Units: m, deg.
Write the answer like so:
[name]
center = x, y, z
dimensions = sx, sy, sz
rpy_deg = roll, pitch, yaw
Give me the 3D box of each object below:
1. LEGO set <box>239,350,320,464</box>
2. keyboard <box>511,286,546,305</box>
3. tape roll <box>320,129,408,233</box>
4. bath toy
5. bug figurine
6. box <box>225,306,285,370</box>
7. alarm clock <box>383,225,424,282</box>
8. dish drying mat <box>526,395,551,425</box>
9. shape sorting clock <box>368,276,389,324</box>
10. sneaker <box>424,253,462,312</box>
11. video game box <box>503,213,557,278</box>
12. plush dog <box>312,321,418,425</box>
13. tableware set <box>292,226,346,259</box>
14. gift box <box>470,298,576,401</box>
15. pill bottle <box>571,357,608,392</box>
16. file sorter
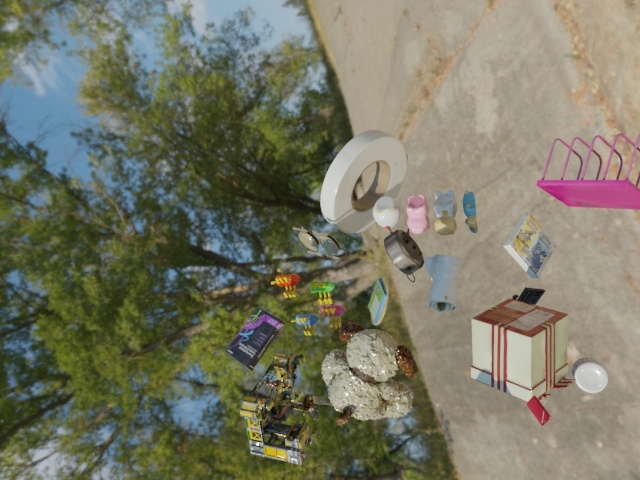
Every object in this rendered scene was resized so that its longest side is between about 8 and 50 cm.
[LEGO set]
center = -0.083, 0.497, 1.631
dimensions = 0.331, 0.192, 0.255
rpy_deg = -38, -50, -64
[keyboard]
center = 0.802, 0.234, 2.137
dimensions = 0.180, 0.108, 0.023
rpy_deg = 89, -172, -57
[tape roll]
center = 0.162, -0.208, 1.964
dimensions = 0.072, 0.392, 0.392
rpy_deg = 34, 169, 34
[bath toy]
center = 0.351, -0.079, 1.849
dimensions = 0.129, 0.348, 0.152
rpy_deg = 65, -147, -47
[bug figurine]
center = -0.034, 0.199, 1.809
dimensions = 0.072, 0.216, 0.279
rpy_deg = -65, -36, -44
[box]
center = -0.187, 0.277, 1.551
dimensions = 0.116, 0.162, 0.029
rpy_deg = 18, 158, 45
[alarm clock]
center = 0.244, 0.044, 1.549
dimensions = 0.129, 0.064, 0.192
rpy_deg = 37, -148, -32
[dish drying mat]
center = 0.515, 0.402, 1.291
dimensions = 0.008, 0.032, 0.083
rpy_deg = 30, -166, -14
[shape sorting clock]
center = 0.251, 0.253, 2.288
dimensions = 0.206, 0.040, 0.206
rpy_deg = -170, 90, -77
[sneaker]
center = 0.372, 0.141, 1.708
dimensions = 0.292, 0.108, 0.169
rpy_deg = 44, -124, -80
[video game box]
center = 0.882, 0.023, 2.286
dimensions = 0.205, 0.187, 0.048
rpy_deg = 44, 156, -15
[plush dog]
center = 0.112, 0.323, 1.353
dimensions = 0.210, 0.262, 0.226
rpy_deg = -16, -53, -64
[tableware set]
center = 0.000, 0.000, 1.920
dimensions = 0.039, 0.194, 0.128
rpy_deg = -48, -55, -26
[gift box]
center = 0.667, 0.359, 1.773
dimensions = 0.255, 0.276, 0.258
rpy_deg = 18, 117, 55
[pill bottle]
center = 1.010, 0.501, 2.056
dimensions = 0.186, 0.111, 0.112
rpy_deg = 11, -120, -71
[file sorter]
center = 0.875, -0.217, 1.694
dimensions = 0.202, 0.290, 0.182
rpy_deg = 23, -97, -33
